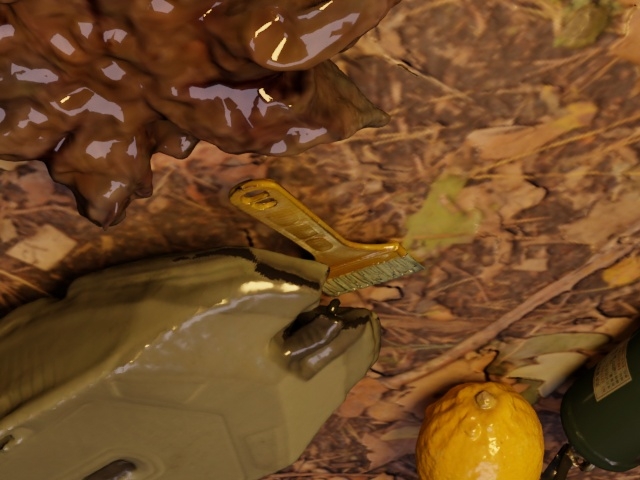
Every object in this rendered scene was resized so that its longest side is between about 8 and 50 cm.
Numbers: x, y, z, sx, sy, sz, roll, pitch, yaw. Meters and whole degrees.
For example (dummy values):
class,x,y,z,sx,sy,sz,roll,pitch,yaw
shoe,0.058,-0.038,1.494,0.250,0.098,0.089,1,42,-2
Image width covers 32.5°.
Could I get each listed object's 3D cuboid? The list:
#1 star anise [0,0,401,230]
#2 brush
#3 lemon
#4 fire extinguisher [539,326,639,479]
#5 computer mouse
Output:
class,x,y,z,sx,sy,sz,roll,pitch,yaw
star anise,-0.103,-0.104,0.602,0.315,0.108,0.315,-1,138,-1
brush,0.000,0.000,0.765,0.082,0.010,0.218,-19,155,19
lemon,0.139,0.182,0.960,0.114,0.114,0.155,1,134,-3
fire extinguisher,0.274,0.126,0.912,0.093,0.118,0.294,40,134,4
computer mouse,-0.158,0.123,0.856,0.429,0.145,0.228,-30,135,18
